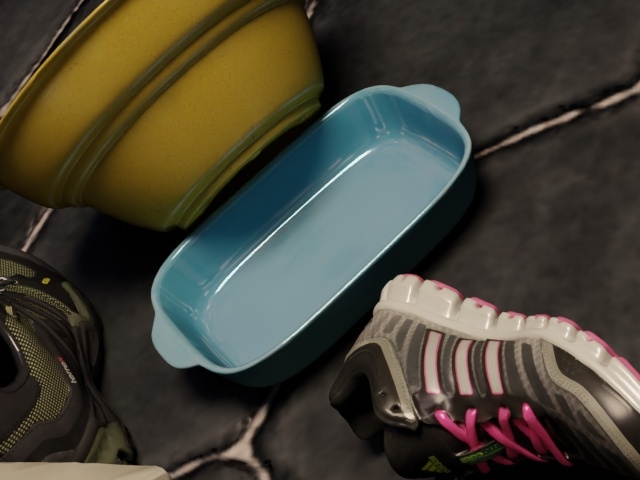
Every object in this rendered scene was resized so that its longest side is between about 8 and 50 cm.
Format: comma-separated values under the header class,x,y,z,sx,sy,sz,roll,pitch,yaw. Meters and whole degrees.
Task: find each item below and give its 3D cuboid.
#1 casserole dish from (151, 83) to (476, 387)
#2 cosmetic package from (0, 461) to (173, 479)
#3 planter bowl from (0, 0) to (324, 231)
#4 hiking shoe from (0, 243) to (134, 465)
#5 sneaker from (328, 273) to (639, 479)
class,x,y,z,sx,sy,sz,roll,pitch,yaw
casserole dish,0.000,0.000,0.628,0.188,0.037,0.114,-42,38,-7
cosmetic package,-0.166,0.185,0.364,0.129,0.153,0.296,-5,10,35
planter bowl,-0.064,-0.069,0.672,0.217,0.090,0.217,-42,-2,-2
hiking shoe,-0.166,0.047,0.647,0.086,0.114,0.227,-40,38,-3
sneaker,0.064,0.067,0.492,0.075,0.063,0.170,-50,35,-15
